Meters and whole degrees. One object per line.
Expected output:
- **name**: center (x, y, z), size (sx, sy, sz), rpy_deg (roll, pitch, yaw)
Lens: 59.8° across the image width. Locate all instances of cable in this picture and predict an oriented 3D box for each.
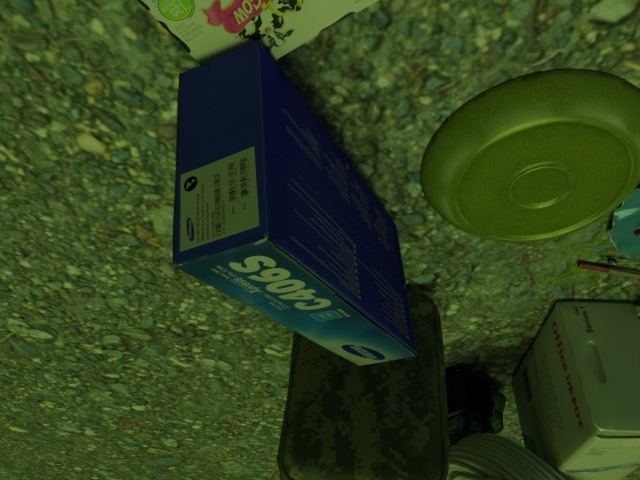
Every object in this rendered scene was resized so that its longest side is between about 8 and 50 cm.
- **cable**: center (0.304, 0.421, 0.882), size (0.257, 0.089, 0.257), rpy_deg (58, 156, -14)

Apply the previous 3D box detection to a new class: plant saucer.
- **plant saucer**: center (0.228, -0.067, 0.584), size (0.240, 0.037, 0.241), rpy_deg (1, 143, 1)

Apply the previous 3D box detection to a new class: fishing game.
- **fishing game**: center (0.433, -0.020, 0.635), size (0.189, 0.041, 0.264), rpy_deg (11, 142, -9)

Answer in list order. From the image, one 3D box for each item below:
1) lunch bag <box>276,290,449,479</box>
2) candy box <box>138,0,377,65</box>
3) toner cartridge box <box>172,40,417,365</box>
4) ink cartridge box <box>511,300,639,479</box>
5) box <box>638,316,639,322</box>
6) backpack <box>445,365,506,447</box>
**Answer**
- **lunch bag**: center (0.062, 0.246, 0.787), size (0.212, 0.305, 0.256), rpy_deg (3, 139, 3)
- **candy box**: center (-0.062, -0.220, 0.367), size (0.164, 0.070, 0.196), rpy_deg (-21, 137, 27)
- **toner cartridge box**: center (0.000, 0.000, 0.517), size (0.075, 0.165, 0.348), rpy_deg (-14, 152, 20)
- **ink cartridge box**: center (0.398, 0.247, 0.849), size (0.117, 0.201, 0.278), rpy_deg (0, 142, 2)
- **box**: center (0.485, 0.090, 0.772), size (0.067, 0.018, 0.083), rpy_deg (-21, 143, -8)
- **backpack**: center (0.259, 0.324, 1.026), size (0.173, 0.117, 0.158), rpy_deg (29, 134, -32)
